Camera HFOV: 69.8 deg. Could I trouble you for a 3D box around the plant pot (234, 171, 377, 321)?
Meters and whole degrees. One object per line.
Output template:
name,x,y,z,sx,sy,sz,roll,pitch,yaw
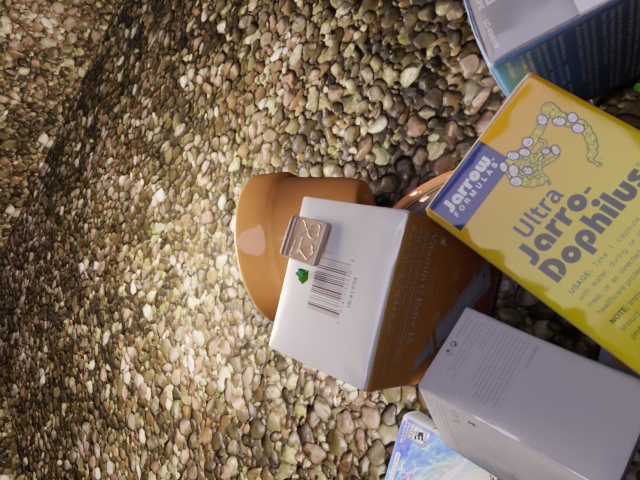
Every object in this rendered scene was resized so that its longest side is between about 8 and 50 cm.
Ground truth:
plant pot,0.000,0.000,0.868,0.203,0.291,0.291,-9,75,19

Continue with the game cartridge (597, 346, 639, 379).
game cartridge,0.484,0.115,0.589,0.198,0.062,0.297,12,89,43

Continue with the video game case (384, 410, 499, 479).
video game case,0.211,0.456,0.732,0.244,0.061,0.270,17,92,38

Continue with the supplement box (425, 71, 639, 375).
supplement box,0.339,0.001,0.529,0.356,0.194,0.195,41,108,23

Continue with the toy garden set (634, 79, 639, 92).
toy garden set,0.572,-0.262,0.570,0.204,0.049,0.244,47,119,34

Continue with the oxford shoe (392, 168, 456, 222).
oxford shoe,0.282,-0.052,0.735,0.363,0.130,0.133,-15,78,35

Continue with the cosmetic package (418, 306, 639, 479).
cosmetic package,0.274,0.237,0.600,0.224,0.224,0.138,20,61,39

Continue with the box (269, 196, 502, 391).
box,0.121,0.082,0.691,0.168,0.345,0.215,12,89,40

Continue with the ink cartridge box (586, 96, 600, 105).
ink cartridge box,0.409,-0.343,0.710,0.158,0.092,0.218,41,109,36

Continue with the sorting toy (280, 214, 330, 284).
sorting toy,-0.023,0.012,0.588,0.062,0.012,0.083,16,88,36

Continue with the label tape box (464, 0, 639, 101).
label tape box,0.369,-0.281,0.519,0.347,0.249,0.115,-24,74,29
